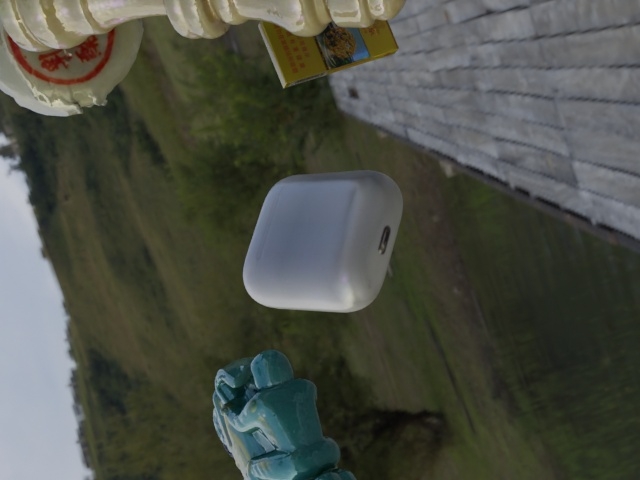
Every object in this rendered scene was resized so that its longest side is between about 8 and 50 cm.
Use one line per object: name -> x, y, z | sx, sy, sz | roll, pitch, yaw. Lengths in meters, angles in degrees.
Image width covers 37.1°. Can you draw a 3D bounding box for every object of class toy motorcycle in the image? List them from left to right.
toy motorcycle -> -0.032, 0.208, 0.942 | 0.296, 0.109, 0.198 | 49, 143, 44

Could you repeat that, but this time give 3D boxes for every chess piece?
chess piece -> -0.111, -0.240, 0.912 | 0.117, 0.397, 0.117 | 3, -90, -73

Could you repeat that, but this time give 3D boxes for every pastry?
pastry -> -0.395, -0.318, 1.430 | 0.133, 0.265, 0.265 | 10, 122, 59

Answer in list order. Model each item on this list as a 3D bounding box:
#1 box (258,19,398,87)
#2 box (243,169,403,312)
box -> 0.011, -0.248, 1.167 | 0.087, 0.155, 0.023 | 67, 163, 9
box -> 0.001, 0.000, 1.905 | 0.141, 0.349, 0.289 | 29, -109, -40
